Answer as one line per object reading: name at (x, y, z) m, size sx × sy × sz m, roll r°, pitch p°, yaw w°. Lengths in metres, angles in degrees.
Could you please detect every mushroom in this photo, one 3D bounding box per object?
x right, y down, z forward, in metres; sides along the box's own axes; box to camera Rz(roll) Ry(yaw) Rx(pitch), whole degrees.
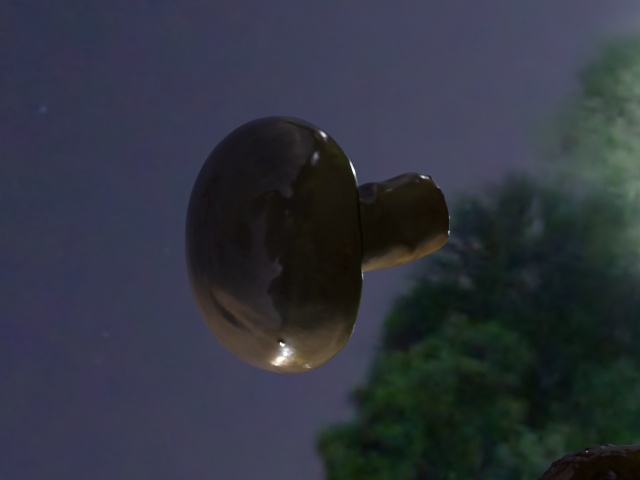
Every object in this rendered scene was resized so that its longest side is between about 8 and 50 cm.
mushroom at (-0.017, 0.001, 1.406) m, size 0.209 × 0.206 × 0.206 m, roll -12°, pitch -66°, yaw -51°

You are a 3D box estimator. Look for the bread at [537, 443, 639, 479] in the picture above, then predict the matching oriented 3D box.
bread at (0.159, 0.163, 0.704) m, size 0.064 × 0.193 × 0.193 m, roll 83°, pitch -153°, yaw -63°
